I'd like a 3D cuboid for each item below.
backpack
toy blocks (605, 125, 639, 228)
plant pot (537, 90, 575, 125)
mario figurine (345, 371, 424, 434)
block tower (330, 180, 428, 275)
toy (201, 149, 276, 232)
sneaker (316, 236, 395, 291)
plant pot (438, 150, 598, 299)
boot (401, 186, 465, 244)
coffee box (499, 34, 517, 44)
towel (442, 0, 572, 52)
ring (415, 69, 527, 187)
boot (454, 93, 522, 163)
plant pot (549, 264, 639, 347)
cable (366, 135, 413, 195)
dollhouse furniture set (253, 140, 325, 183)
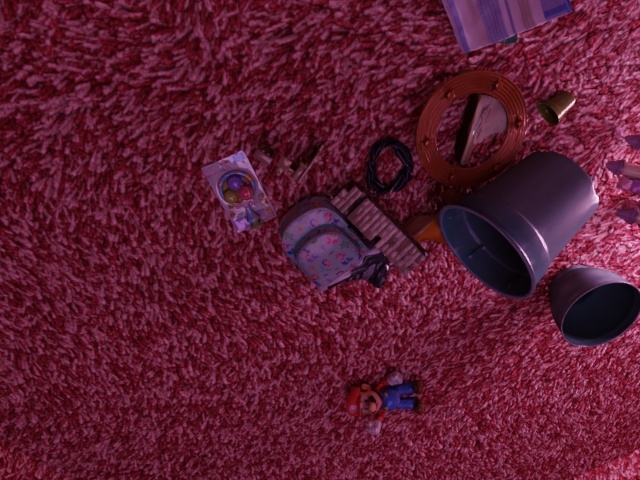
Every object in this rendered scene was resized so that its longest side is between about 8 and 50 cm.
[{"bbox_3d":[0.000,0.000,1.549,0.225,0.191,0.253,-34,115,13],"label":"backpack"},{"bbox_3d":[1.031,-0.193,1.596,0.260,0.309,0.288,18,109,18],"label":"toy blocks"},{"bbox_3d":[0.699,-0.396,1.475,0.079,0.083,0.083,-40,120,0],"label":"plant pot"},{"bbox_3d":[0.258,0.642,1.981,0.320,0.198,0.170,-4,144,-12],"label":"mario figurine"},{"bbox_3d":[0.183,-0.038,1.527,0.335,0.097,0.091,43,108,-5],"label":"block tower"},{"bbox_3d":[-0.239,-0.133,1.496,0.137,0.056,0.237,-23,122,4],"label":"toy"},{"bbox_3d":[0.124,0.117,1.680,0.268,0.101,0.153,-36,118,10],"label":"sneaker"},{"bbox_3d":[0.584,-0.063,1.450,0.334,0.341,0.341,-38,122,-12],"label":"plant pot"},{"bbox_3d":[0.395,-0.015,1.642,0.295,0.104,0.211,-42,118,12],"label":"boot"},{"bbox_3d":[0.463,-0.605,1.280,0.040,0.113,0.184,-14,124,-2],"label":"coffee box"},{"bbox_3d":[0.431,-0.592,1.209,0.285,0.034,0.209,-6,120,46],"label":"towel"},{"bbox_3d":[0.433,-0.306,1.420,0.336,0.032,0.336,-5,118,-10],"label":"ring"},{"bbox_3d":[0.498,-0.321,1.486,0.165,0.077,0.213,3,121,-14],"label":"boot"},{"bbox_3d":[0.960,0.211,1.817,0.293,0.196,0.293,-4,122,-7],"label":"plant pot"},{"bbox_3d":[0.212,-0.223,1.511,0.150,0.047,0.184,-6,118,-11],"label":"cable"},{"bbox_3d":[-0.084,-0.256,1.409,0.151,0.144,0.123,33,107,-10],"label":"dollhouse furniture set"}]
